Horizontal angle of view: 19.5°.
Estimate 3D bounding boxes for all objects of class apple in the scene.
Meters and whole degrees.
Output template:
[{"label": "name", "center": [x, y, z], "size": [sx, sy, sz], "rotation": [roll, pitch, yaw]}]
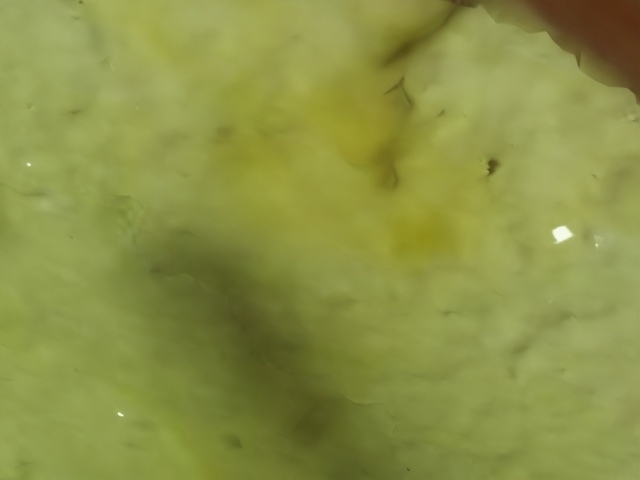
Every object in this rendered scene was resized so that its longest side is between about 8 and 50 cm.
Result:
[{"label": "apple", "center": [0.000, 0.000, 0.497], "size": [0.309, 0.252, 0.314], "rotation": [13, -1, 0]}]
